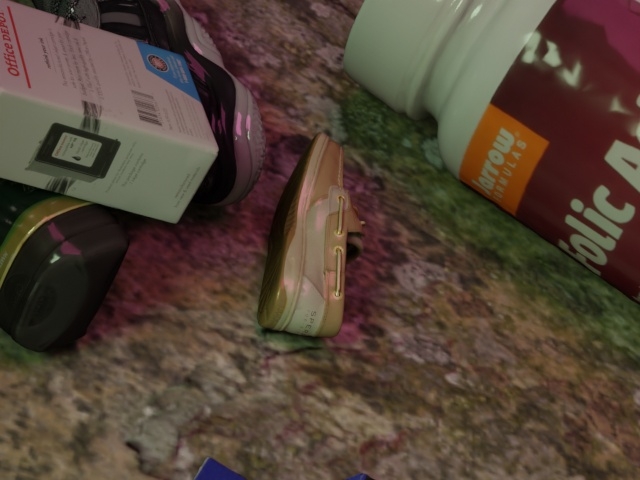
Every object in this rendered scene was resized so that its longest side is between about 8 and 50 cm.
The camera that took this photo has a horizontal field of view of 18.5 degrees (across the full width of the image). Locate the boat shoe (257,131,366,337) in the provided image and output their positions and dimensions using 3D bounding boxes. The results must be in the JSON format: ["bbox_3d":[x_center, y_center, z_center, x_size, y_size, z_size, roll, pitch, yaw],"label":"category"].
[{"bbox_3d":[0.000,0.000,1.312,0.059,0.063,0.170,22,48,-11],"label":"boat shoe"}]

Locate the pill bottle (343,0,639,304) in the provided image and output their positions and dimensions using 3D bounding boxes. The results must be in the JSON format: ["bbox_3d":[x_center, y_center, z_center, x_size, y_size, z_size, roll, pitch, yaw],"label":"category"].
[{"bbox_3d":[0.226,-0.089,1.408,0.392,0.224,0.224,35,39,11],"label":"pill bottle"}]

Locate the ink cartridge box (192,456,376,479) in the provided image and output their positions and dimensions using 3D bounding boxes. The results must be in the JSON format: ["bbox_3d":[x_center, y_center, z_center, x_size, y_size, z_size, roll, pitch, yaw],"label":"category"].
[{"bbox_3d":[0.071,0.246,1.071,0.371,0.069,0.176,28,38,5],"label":"ink cartridge box"}]

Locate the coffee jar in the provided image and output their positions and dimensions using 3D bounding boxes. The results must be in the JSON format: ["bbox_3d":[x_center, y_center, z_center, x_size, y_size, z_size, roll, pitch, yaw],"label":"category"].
[{"bbox_3d":[-0.199,-0.022,1.189,0.184,0.096,0.079,43,36,21],"label":"coffee jar"}]

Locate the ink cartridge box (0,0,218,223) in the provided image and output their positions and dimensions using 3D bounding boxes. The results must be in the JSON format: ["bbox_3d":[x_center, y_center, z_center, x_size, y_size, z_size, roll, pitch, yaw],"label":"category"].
[{"bbox_3d":[-0.160,-0.083,1.155,0.180,0.060,0.104,15,33,-29],"label":"ink cartridge box"}]

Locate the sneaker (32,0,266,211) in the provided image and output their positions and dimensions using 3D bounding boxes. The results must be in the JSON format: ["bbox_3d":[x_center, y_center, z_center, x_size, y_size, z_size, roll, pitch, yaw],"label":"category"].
[{"bbox_3d":[-0.161,-0.123,1.319,0.153,0.101,0.268,-14,56,-43],"label":"sneaker"}]
